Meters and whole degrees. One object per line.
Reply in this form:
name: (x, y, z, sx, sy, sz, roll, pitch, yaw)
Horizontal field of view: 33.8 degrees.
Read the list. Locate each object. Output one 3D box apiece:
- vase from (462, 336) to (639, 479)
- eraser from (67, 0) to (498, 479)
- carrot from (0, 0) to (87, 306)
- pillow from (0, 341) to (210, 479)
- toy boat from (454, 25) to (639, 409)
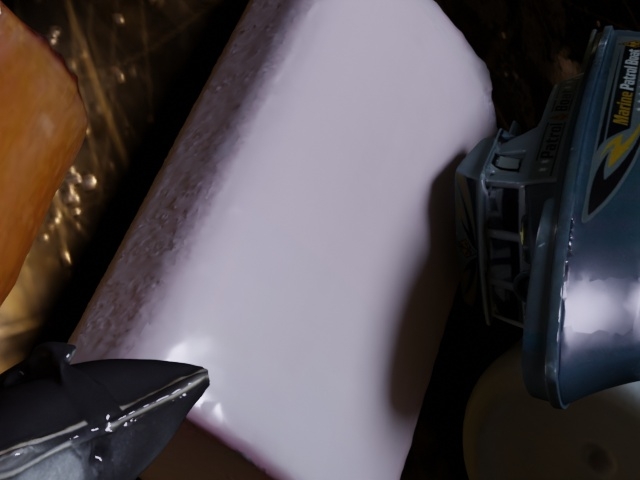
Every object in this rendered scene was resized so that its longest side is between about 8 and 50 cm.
vase: (0.242, 0.087, 0.637, 0.291, 0.245, 0.245, -28, 98, -42)
eraser: (0.000, 0.000, 0.508, 0.174, 0.094, 0.270, 47, 48, -33)
carrot: (-0.177, 0.026, 0.305, 0.159, 0.159, 0.225, 29, 71, -37)
pillow: (-0.102, 0.076, 0.353, 0.055, 0.135, 0.091, 45, 44, -11)
toy boat: (0.135, -0.015, 0.528, 0.296, 0.122, 0.114, -52, 140, -55)
